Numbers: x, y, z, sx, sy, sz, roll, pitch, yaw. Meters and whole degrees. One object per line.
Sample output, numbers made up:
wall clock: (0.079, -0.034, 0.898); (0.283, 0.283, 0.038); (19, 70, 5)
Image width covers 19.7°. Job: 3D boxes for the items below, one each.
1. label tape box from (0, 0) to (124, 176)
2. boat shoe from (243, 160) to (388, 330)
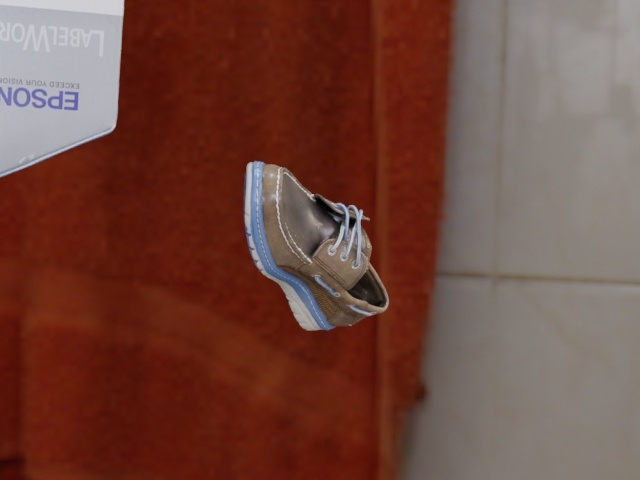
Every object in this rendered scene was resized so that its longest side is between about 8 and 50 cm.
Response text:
label tape box: (-0.205, -0.129, 1.163); (0.115, 0.347, 0.249); (1, 1, -21)
boat shoe: (0.000, 0.000, 1.201); (0.066, 0.066, 0.183); (-5, -26, 15)
